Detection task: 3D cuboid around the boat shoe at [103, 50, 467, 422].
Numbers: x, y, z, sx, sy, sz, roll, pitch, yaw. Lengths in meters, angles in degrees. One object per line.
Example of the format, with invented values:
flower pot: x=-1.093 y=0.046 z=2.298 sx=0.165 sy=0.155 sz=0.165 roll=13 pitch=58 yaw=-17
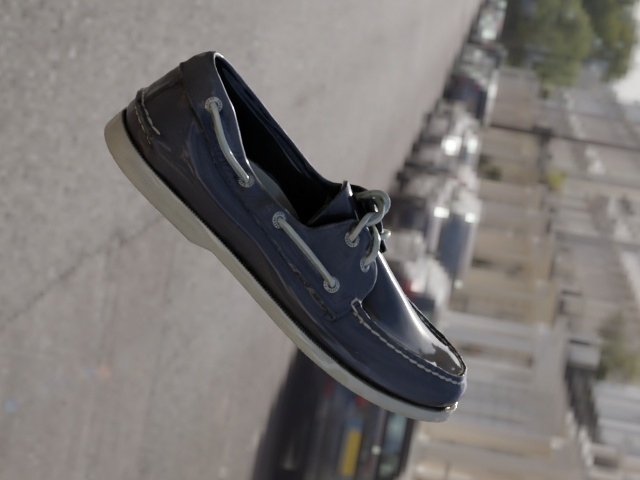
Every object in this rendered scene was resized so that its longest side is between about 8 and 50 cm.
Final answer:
boat shoe: x=0.000 y=0.000 z=0.746 sx=0.065 sy=0.206 sz=0.075 roll=-43 pitch=-166 yaw=18
